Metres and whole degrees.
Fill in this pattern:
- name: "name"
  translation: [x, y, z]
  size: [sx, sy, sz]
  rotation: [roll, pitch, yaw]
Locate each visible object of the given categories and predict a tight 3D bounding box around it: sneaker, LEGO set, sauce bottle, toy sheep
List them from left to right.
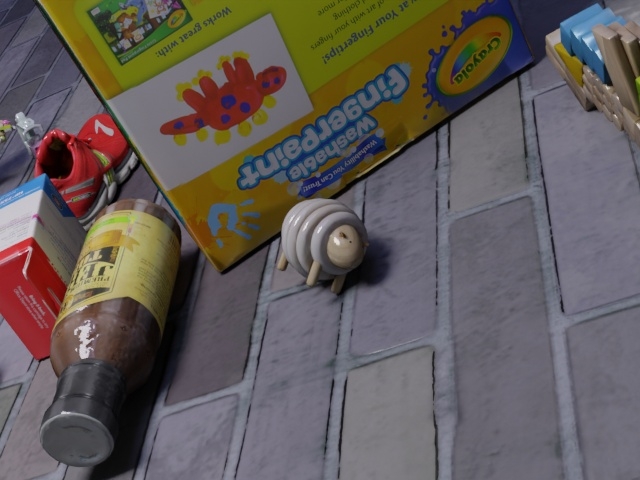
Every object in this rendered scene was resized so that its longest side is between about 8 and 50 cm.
- name: "LEGO set"
  translation: [-0.544, -0.106, 1.742]
  size: [0.287, 0.132, 0.107]
  rotation: [-43, 25, -23]
- name: "sneaker"
  translation: [-0.330, -0.112, 1.582]
  size: [0.107, 0.118, 0.279]
  rotation: [-19, 31, 17]
- name: "sauce bottle"
  translation: [-0.215, 0.085, 1.185]
  size: [0.111, 0.111, 0.344]
  rotation: [-22, 30, 14]
- name: "toy sheep"
  translation: [0.000, 0.000, 1.153]
  size: [0.091, 0.091, 0.132]
  rotation: [-41, 35, -18]

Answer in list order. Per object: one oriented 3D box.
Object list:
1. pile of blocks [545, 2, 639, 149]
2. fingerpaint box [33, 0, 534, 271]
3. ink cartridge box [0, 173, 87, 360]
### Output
- name: "pile of blocks"
  translation: [0.316, -0.164, 1.057]
  size: [0.113, 0.149, 0.362]
  rotation: [-29, 29, 2]
- name: "fingerpaint box"
  translation: [-0.040, -0.247, 1.275]
  size: [0.445, 0.371, 0.163]
  rotation: [-35, 29, -7]
- name: "ink cartridge box"
  translation: [-0.324, 0.039, 1.329]
  size: [0.078, 0.134, 0.231]
  rotation: [-25, 29, 7]
